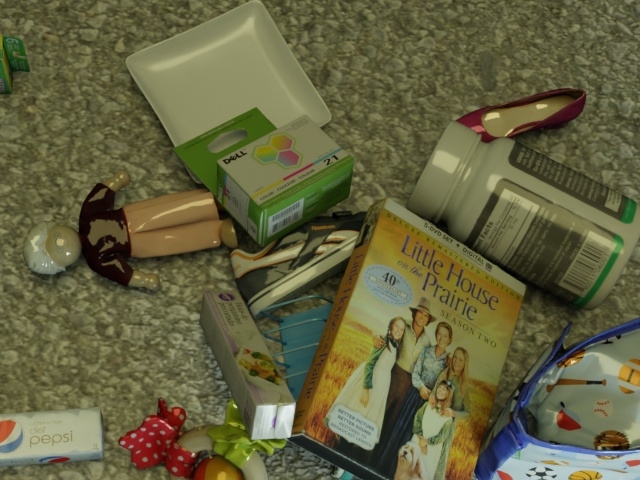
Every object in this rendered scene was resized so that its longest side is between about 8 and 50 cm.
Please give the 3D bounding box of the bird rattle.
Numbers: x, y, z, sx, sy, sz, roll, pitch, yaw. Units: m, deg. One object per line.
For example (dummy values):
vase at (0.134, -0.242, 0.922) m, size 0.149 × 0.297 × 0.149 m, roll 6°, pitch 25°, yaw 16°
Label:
bird rattle at (-0.174, 0.343, 1.796) m, size 0.253 × 0.143 × 0.207 m, roll -14°, pitch 100°, yaw 17°

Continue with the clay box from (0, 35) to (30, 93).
clay box at (-0.613, -0.297, 1.997) m, size 0.222 × 0.127 × 0.053 m, roll -1°, pitch 71°, yaw -6°

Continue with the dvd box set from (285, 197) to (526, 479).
dvd box set at (0.147, 0.184, 1.845) m, size 0.307 × 0.062 × 0.421 m, roll 32°, pitch 62°, yaw -19°

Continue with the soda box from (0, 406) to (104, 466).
soda box at (-0.447, 0.307, 1.825) m, size 0.216 × 0.069 × 0.074 m, roll -3°, pitch 70°, yaw -9°

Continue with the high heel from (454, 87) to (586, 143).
high heel at (0.349, -0.223, 2.088) m, size 0.244 × 0.117 × 0.082 m, roll -5°, pitch 71°, yaw -9°

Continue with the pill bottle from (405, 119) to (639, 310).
pill bottle at (0.341, -0.048, 1.977) m, size 0.361 × 0.204 × 0.204 m, roll 28°, pitch 69°, yaw 4°

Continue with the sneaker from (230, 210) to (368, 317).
sneaker at (0.000, 0.000, 1.961) m, size 0.321 × 0.126 × 0.127 m, roll -27°, pitch 77°, yaw -16°

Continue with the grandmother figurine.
grandmother figurine at (-0.321, -0.018, 1.941) m, size 0.342 × 0.104 × 0.208 m, roll -13°, pitch 68°, yaw -12°

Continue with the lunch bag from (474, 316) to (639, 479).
lunch bag at (0.434, 0.259, 1.809) m, size 0.385 × 0.328 × 0.239 m, roll -18°, pitch 68°, yaw -11°

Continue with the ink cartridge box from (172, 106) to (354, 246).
ink cartridge box at (-0.098, -0.137, 1.922) m, size 0.188 × 0.097 × 0.255 m, roll -31°, pitch 61°, yaw -26°

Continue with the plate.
plate at (-0.163, -0.260, 2.081) m, size 0.277 × 0.045 × 0.278 m, roll -27°, pitch 75°, yaw -16°

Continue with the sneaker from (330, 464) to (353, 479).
sneaker at (0.118, 0.281, 1.888) m, size 0.110 × 0.107 × 0.275 m, roll 42°, pitch 70°, yaw 0°

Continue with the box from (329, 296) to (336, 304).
box at (0.079, 0.137, 1.967) m, size 0.137 × 0.027 × 0.094 m, roll 38°, pitch 70°, yaw 13°

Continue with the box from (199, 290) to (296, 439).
box at (-0.117, 0.184, 1.805) m, size 0.063 × 0.067 × 0.324 m, roll 1°, pitch 27°, yaw -21°

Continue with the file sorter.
file sorter at (-0.021, 0.183, 1.879) m, size 0.118 × 0.104 × 0.170 m, roll -17°, pitch 69°, yaw 21°
